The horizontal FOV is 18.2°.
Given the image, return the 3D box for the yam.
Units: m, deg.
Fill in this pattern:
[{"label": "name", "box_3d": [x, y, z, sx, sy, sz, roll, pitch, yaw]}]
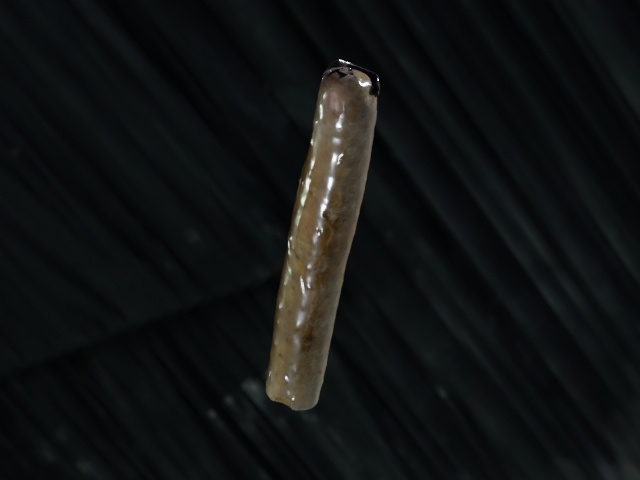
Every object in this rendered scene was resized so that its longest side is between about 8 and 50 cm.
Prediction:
[{"label": "yam", "box_3d": [0.000, 0.000, 1.366, 0.046, 0.264, 0.046, 8, 30, -5]}]
